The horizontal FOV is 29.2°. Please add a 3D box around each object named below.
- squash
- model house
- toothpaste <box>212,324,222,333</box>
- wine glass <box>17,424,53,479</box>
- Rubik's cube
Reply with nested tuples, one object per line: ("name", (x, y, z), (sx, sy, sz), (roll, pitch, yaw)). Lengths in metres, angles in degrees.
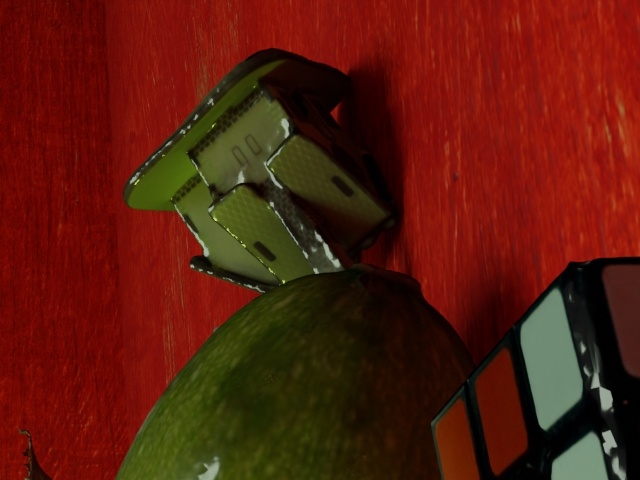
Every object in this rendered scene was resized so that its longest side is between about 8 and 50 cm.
("squash", (0.004, 0.179, 0.817), (0.310, 0.310, 0.309), (-118, 41, -59))
("model house", (0.000, 0.000, 1.107), (0.205, 0.218, 0.278), (-43, 76, 19))
("toothpaste", (-0.099, 0.135, 1.612), (0.194, 0.043, 0.067), (-177, 88, -69))
("wine glass", (-0.165, 0.300, 1.324), (0.238, 0.323, 0.238), (-178, 90, -78))
("Rubik's cube", (0.148, 0.104, 0.452), (0.160, 0.162, 0.163), (114, 152, -59))
